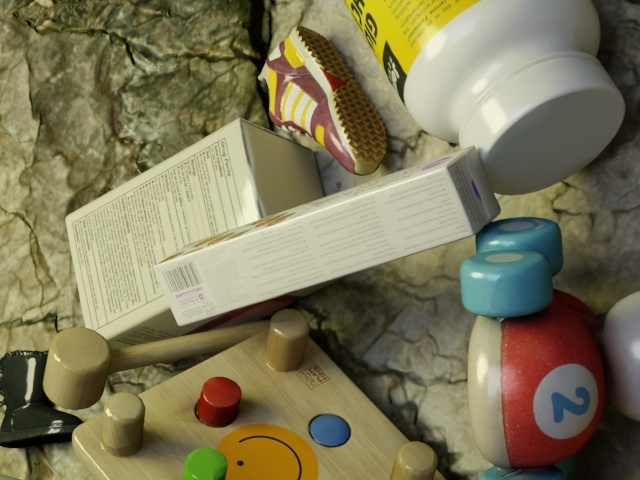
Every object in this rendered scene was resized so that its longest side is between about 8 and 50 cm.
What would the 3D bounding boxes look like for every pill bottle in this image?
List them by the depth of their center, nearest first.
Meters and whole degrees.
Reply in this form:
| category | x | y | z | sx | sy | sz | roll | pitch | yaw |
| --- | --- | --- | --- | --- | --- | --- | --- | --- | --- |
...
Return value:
| category | x | y | z | sx | sy | sz | roll | pitch | yaw |
| --- | --- | --- | --- | --- | --- | --- | --- | --- | --- |
| pill bottle | 0.130 | -0.210 | 1.728 | 0.188 | 0.188 | 0.334 | -41 | 58 | 21 |

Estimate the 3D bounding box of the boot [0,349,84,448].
| category | x | y | z | sx | sy | sz | roll | pitch | yaw |
| --- | --- | --- | --- | --- | --- | --- | --- | --- | --- |
| boot | -0.293 | 0.163 | 2.036 | 0.121 | 0.045 | 0.099 | -11 | 69 | 34 |

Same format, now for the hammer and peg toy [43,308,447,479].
| category | x | y | z | sx | sy | sz | roll | pitch | yaw |
| --- | --- | --- | --- | --- | --- | --- | --- | --- | --- |
| hammer and peg toy | -0.077 | 0.166 | 1.737 | 0.361 | 0.266 | 0.127 | 46 | 145 | 29 |

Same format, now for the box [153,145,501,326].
| category | x | y | z | sx | sy | sz | roll | pitch | yaw |
| --- | --- | --- | --- | --- | --- | --- | --- | --- | --- |
| box | 0.000 | 0.000 | 1.683 | 0.324 | 0.063 | 0.067 | -19 | 99 | 33 |

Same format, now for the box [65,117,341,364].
| category | x | y | z | sx | sy | sz | roll | pitch | yaw |
| --- | --- | --- | --- | --- | --- | --- | --- | --- | --- |
| box | -0.115 | 0.006 | 1.891 | 0.232 | 0.127 | 0.149 | -27 | 64 | 28 |

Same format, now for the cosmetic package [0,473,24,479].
| category | x | y | z | sx | sy | sz | roll | pitch | yaw |
| --- | --- | --- | --- | --- | --- | --- | --- | --- | --- |
| cosmetic package | -0.401 | 0.288 | 1.891 | 0.385 | 0.217 | 0.156 | 13 | 85 | 14 |

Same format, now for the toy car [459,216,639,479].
| category | x | y | z | sx | sy | sz | roll | pitch | yaw |
| --- | --- | --- | --- | --- | --- | --- | --- | --- | --- |
| toy car | 0.244 | 0.101 | 1.566 | 0.238 | 0.210 | 0.219 | -3 | 103 | 12 |

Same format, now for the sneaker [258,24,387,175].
| category | x | y | z | sx | sy | sz | roll | pitch | yaw |
| --- | --- | --- | --- | --- | --- | --- | --- | --- | --- |
| sneaker | -0.001 | -0.119 | 1.884 | 0.084 | 0.069 | 0.185 | -46 | 50 | 28 |
